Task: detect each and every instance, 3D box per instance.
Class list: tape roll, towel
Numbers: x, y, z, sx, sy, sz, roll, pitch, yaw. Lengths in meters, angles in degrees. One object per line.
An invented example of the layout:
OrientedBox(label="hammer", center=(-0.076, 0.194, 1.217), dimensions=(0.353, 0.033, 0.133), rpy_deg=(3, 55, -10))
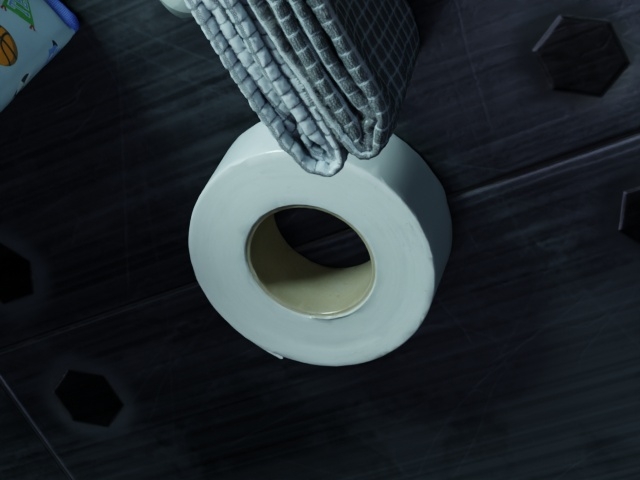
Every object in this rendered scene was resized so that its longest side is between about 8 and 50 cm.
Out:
OrientedBox(label="tape roll", center=(0.000, 0.000, 1.853), dimensions=(0.286, 0.100, 0.286), rpy_deg=(8, 125, 12))
OrientedBox(label="towel", center=(-0.012, -0.234, 1.620), dimensions=(0.121, 0.235, 0.283), rpy_deg=(-22, 114, 25))

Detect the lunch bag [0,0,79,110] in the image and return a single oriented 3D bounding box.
OrientedBox(label="lunch bag", center=(-0.510, -0.166, 1.767), dimensions=(0.385, 0.328, 0.239), rpy_deg=(-26, 107, 32))

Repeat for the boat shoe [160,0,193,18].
OrientedBox(label="boat shoe", center=(-0.176, -0.371, 1.660), dimensions=(0.103, 0.118, 0.320), rpy_deg=(-21, 118, 22))
